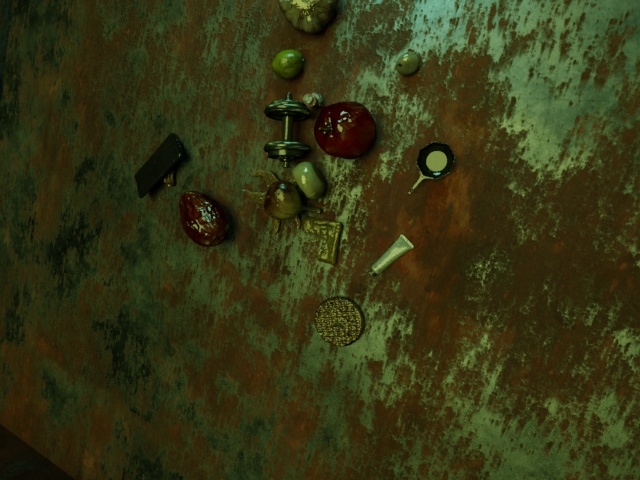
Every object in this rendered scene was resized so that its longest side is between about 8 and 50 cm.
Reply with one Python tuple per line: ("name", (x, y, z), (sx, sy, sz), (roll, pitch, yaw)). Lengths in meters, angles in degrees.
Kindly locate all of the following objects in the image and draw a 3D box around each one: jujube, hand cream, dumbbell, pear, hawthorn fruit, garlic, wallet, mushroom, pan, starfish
("jujube", (-0.520, -0.097, 1.813), (0.197, 0.197, 0.290), (-49, 60, 18))
("hand cream", (0.264, 0.064, 1.577), (0.194, 0.042, 0.067), (-44, 69, 14))
("dumbbell", (-0.130, -0.433, 1.626), (0.192, 0.192, 0.289), (4, 95, 23))
("pear", (-0.128, -0.706, 1.656), (0.132, 0.107, 0.107), (-9, 90, 12))
("hawthorn fruit", (0.074, -0.397, 1.511), (0.230, 0.266, 0.210), (30, 123, 22))
("garlic", (-0.040, -0.926, 1.583), (0.245, 0.160, 0.244), (5, 114, 12))
("wallet", (-0.773, -0.352, 1.967), (0.321, 0.044, 0.170), (-40, 59, 20))
("mushroom", (0.315, -0.648, 1.498), (0.085, 0.085, 0.079), (-24, 49, 22))
("pan", (0.385, -0.268, 1.497), (0.202, 0.048, 0.128), (-29, 81, 20))
("starfish", (-0.190, -0.172, 1.740), (0.300, 0.060, 0.302), (-19, 87, 20))

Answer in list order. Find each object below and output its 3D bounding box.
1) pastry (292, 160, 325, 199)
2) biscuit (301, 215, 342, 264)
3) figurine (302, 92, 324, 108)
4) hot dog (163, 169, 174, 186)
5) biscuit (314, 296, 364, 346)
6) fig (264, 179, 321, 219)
("pastry", (-0.041, -0.235, 1.622), (0.092, 0.156, 0.156), (-31, 81, 20))
("biscuit", (0.000, 0.000, 1.681), (0.174, 0.039, 0.183), (8, 95, 21))
("figurine", (-0.033, -0.549, 1.615), (0.072, 0.129, 0.054), (38, 119, 12))
("hot dog", (-0.720, -0.298, 1.967), (0.058, 0.035, 0.083), (2, 94, 20))
("biscuit", (0.076, 0.327, 1.670), (0.213, 0.036, 0.211), (1, 94, 21))
("fig", (-0.113, -0.136, 1.629), (0.231, 0.143, 0.160), (34, 121, -7))
